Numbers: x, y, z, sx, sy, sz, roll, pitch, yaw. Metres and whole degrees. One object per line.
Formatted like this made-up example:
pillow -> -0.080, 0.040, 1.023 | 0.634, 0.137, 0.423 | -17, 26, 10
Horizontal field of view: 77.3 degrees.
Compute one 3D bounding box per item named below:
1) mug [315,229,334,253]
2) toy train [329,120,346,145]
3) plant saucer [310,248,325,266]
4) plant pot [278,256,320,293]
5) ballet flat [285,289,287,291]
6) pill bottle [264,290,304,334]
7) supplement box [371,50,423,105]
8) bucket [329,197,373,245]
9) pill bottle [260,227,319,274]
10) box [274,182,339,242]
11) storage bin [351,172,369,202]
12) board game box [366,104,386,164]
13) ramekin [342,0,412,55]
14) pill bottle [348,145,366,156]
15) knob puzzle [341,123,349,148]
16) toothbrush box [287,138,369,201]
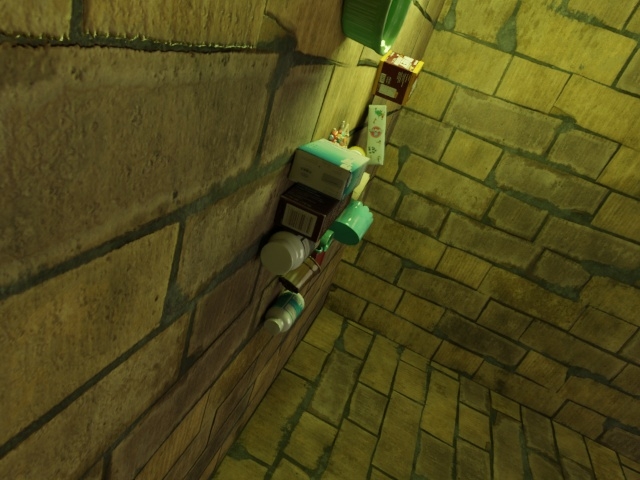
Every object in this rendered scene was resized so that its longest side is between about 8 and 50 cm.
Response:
mug -> 0.004, -0.009, 2.337 | 0.129, 0.098, 0.158 | -68, 169, 19
toy train -> 0.084, -0.460, 1.789 | 0.166, 0.046, 0.125 | -54, 166, -46
plant saucer -> -0.029, 0.123, 2.641 | 0.258, 0.048, 0.259 | -50, 161, -56
plant pot -> -0.114, 0.167, 2.016 | 0.165, 0.167, 0.167 | -50, 165, -25
ballet flat -> -0.157, 0.270, 2.287 | 0.079, 0.077, 0.221 | -85, -170, -55
pill bottle -> -0.197, 0.383, 2.106 | 0.264, 0.146, 0.146 | -47, 160, -58
supplement box -> 0.394, -0.835, 2.060 | 0.129, 0.194, 0.191 | -58, 168, -37
bucket -> 0.170, -0.113, 2.477 | 0.183, 0.281, 0.281 | -58, 168, -26
pill bottle -> -0.118, 0.023, 1.590 | 0.278, 0.162, 0.162 | -44, 157, -62
box -> -0.008, -0.163, 1.619 | 0.381, 0.191, 0.143 | -52, 164, -55
storage bin -> 0.208, -0.293, 2.644 | 0.260, 0.123, 0.262 | -59, 169, -32
board game box -> 0.307, -0.575, 2.179 | 0.224, 0.098, 0.303 | -60, 153, -71
ramekin -> 0.189, -0.769, 1.275 | 0.303, 0.148, 0.303 | -61, 169, -20
pill bottle -> 0.180, -0.434, 2.120 | 0.208, 0.119, 0.119 | -62, 174, -66
knob puzzle -> 0.102, -0.448, 1.964 | 0.213, 0.030, 0.213 | -62, 170, -18
toothbrush box -> 0.040, -0.276, 1.517 | 0.126, 0.217, 0.295 | -69, 170, 27
